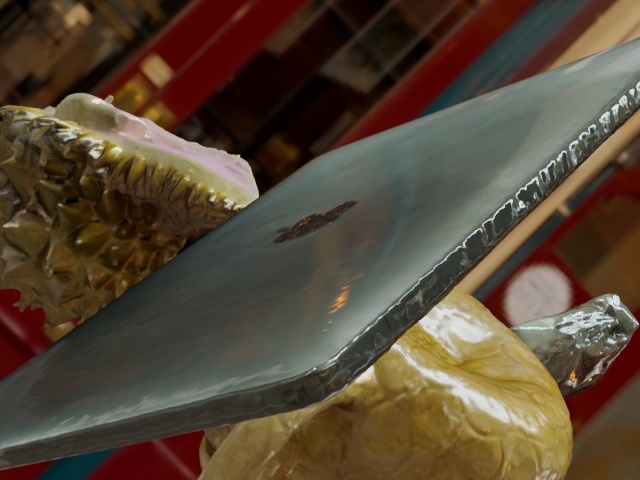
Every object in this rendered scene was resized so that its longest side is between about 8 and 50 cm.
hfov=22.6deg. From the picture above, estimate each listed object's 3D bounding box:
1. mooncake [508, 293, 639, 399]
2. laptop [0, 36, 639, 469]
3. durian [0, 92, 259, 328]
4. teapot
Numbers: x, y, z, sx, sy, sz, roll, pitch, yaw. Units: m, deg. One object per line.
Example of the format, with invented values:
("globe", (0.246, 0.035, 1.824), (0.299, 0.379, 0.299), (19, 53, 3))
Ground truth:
("mooncake", (0.212, 0.108, 1.448), (0.073, 0.125, 0.130), (66, -24, 13))
("laptop", (0.000, 0.000, 0.509), (0.188, 0.269, 0.015), (-17, -76, 39))
("durian", (-0.118, -0.027, 0.838), (0.224, 0.140, 0.078), (1, -23, 46))
("teapot", (0.009, 0.102, 0.808), (0.203, 0.167, 0.311), (39, 14, 13))
